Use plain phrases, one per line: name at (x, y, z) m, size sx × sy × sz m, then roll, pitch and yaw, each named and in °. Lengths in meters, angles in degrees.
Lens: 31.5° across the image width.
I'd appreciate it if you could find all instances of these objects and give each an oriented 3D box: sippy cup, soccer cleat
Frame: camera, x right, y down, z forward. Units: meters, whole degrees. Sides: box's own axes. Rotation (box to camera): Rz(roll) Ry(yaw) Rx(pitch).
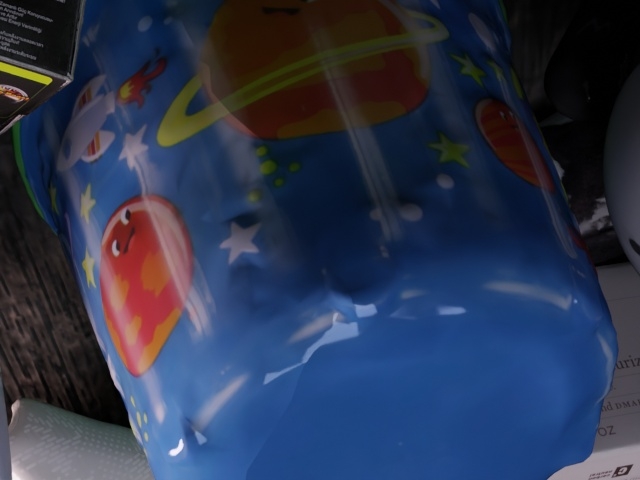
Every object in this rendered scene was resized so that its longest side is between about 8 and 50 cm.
sippy cup at (0.000, 0.000, 0.459) m, size 0.305 × 0.224 × 0.240 m, roll 27°, pitch 119°, yaw -38°
soccer cleat at (-0.211, 0.215, 0.683) m, size 0.143 × 0.116 × 0.331 m, roll 33°, pitch 114°, yaw -22°

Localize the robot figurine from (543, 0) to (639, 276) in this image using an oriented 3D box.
robot figurine at (0.224, -0.079, 0.454) m, size 0.173 × 0.278 × 0.209 m, roll 39°, pitch 155°, yaw -12°

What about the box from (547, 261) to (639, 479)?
box at (0.137, 0.115, 0.678) m, size 0.180 × 0.119 × 0.182 m, roll -8°, pitch 144°, yaw -13°

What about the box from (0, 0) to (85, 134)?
box at (-0.201, -0.071, 0.376) m, size 0.190 × 0.045 × 0.184 m, roll 15°, pitch 159°, yaw -31°

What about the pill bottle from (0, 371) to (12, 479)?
pill bottle at (-0.281, 0.073, 0.467) m, size 0.283 × 0.161 × 0.161 m, roll -9°, pitch 134°, yaw -13°

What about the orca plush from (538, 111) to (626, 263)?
orca plush at (0.222, -0.024, 0.605) m, size 0.287 × 0.102 × 0.151 m, roll -4°, pitch 133°, yaw -17°
